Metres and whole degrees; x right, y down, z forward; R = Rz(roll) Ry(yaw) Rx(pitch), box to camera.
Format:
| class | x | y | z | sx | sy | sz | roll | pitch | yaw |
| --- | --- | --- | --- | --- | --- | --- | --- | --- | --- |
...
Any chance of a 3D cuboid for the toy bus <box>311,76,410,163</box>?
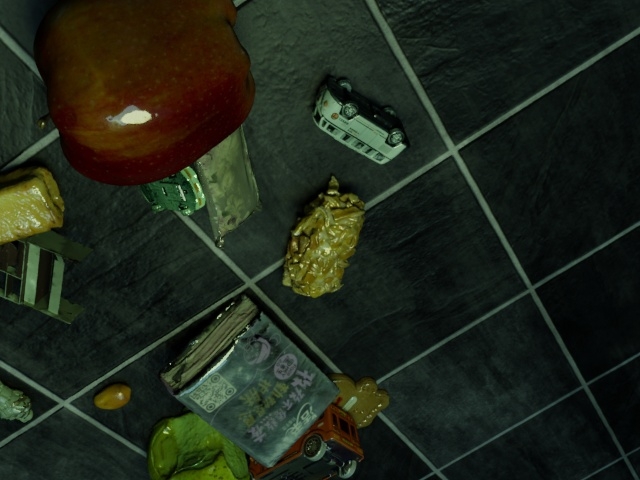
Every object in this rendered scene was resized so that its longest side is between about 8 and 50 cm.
| class | x | y | z | sx | sy | sz | roll | pitch | yaw |
| --- | --- | --- | --- | --- | --- | --- | --- | --- | --- |
| toy bus | 0.068 | -0.212 | 1.291 | 0.194 | 0.087 | 0.089 | 25 | 125 | -34 |

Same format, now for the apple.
| class | x | y | z | sx | sy | sz | roll | pitch | yaw |
| --- | --- | --- | --- | --- | --- | --- | --- | --- | --- |
| apple | -0.258 | -0.236 | 1.040 | 0.316 | 0.288 | 0.288 | -25 | 131 | -14 |

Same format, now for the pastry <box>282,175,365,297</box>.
| class | x | y | z | sx | sy | sz | roll | pitch | yaw |
| --- | --- | --- | --- | --- | --- | --- | --- | --- | --- |
| pastry | 0.000 | 0.000 | 1.421 | 0.154 | 0.102 | 0.250 | 1 | 128 | -18 |

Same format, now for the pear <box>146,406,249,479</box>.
| class | x | y | z | sx | sy | sz | roll | pitch | yaw |
| --- | --- | --- | --- | --- | --- | --- | --- | --- | --- |
| pear | -0.296 | 0.535 | 1.645 | 0.238 | 0.255 | 0.164 | -28 | 132 | 10 |

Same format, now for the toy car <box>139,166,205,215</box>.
| class | x | y | z | sx | sy | sz | roll | pitch | yaw |
| --- | --- | --- | --- | --- | --- | --- | --- | --- | --- |
| toy car | -0.257 | -0.097 | 1.228 | 0.058 | 0.186 | 0.093 | -34 | 116 | -31 |

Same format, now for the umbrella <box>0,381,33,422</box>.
| class | x | y | z | sx | sy | sz | roll | pitch | yaw |
| --- | --- | --- | --- | --- | --- | --- | --- | --- | --- |
| umbrella | -0.655 | 0.332 | 1.490 | 0.067 | 0.062 | 0.143 | -44 | 125 | -8 |

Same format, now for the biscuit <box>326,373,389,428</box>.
| class | x | y | z | sx | sy | sz | roll | pitch | yaw |
| --- | --- | --- | --- | --- | --- | --- | --- | --- | --- |
| biscuit | 0.057 | 0.405 | 1.800 | 0.249 | 0.035 | 0.184 | 29 | 113 | -33 |

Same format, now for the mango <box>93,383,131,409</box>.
| class | x | y | z | sx | sy | sz | roll | pitch | yaw |
| --- | --- | --- | --- | --- | --- | --- | --- | --- | --- |
| mango | -0.458 | 0.344 | 1.576 | 0.089 | 0.046 | 0.060 | -17 | 129 | 12 |

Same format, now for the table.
| class | x | y | z | sx | sy | sz | roll | pitch | yaw |
| --- | --- | --- | --- | --- | --- | --- | --- | --- | --- |
| table | -0.515 | 0.053 | 1.311 | 0.175 | 0.062 | 0.146 | 23 | 122 | 5 |

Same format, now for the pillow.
| class | x | y | z | sx | sy | sz | roll | pitch | yaw |
| --- | --- | --- | --- | --- | --- | --- | --- | --- | --- |
| pillow | -0.172 | -0.121 | 1.264 | 0.059 | 0.169 | 0.255 | 13 | 133 | 23 |

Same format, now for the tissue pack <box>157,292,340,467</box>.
| class | x | y | z | sx | sy | sz | roll | pitch | yaw |
| --- | --- | --- | --- | --- | --- | --- | --- | --- | --- |
| tissue pack | -0.142 | 0.319 | 1.574 | 0.259 | 0.122 | 0.361 | -45 | 130 | -7 |

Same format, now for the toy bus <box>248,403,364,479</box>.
| class | x | y | z | sx | sy | sz | roll | pitch | yaw |
| --- | --- | --- | --- | --- | --- | --- | --- | --- | --- |
| toy bus | -0.063 | 0.540 | 1.771 | 0.329 | 0.153 | 0.143 | -35 | 127 | 22 |

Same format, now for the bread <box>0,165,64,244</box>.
| class | x | y | z | sx | sy | sz | roll | pitch | yaw |
| --- | --- | --- | --- | --- | --- | --- | --- | --- | --- |
| bread | -0.543 | -0.049 | 1.208 | 0.211 | 0.083 | 0.114 | -16 | 117 | -3 |
